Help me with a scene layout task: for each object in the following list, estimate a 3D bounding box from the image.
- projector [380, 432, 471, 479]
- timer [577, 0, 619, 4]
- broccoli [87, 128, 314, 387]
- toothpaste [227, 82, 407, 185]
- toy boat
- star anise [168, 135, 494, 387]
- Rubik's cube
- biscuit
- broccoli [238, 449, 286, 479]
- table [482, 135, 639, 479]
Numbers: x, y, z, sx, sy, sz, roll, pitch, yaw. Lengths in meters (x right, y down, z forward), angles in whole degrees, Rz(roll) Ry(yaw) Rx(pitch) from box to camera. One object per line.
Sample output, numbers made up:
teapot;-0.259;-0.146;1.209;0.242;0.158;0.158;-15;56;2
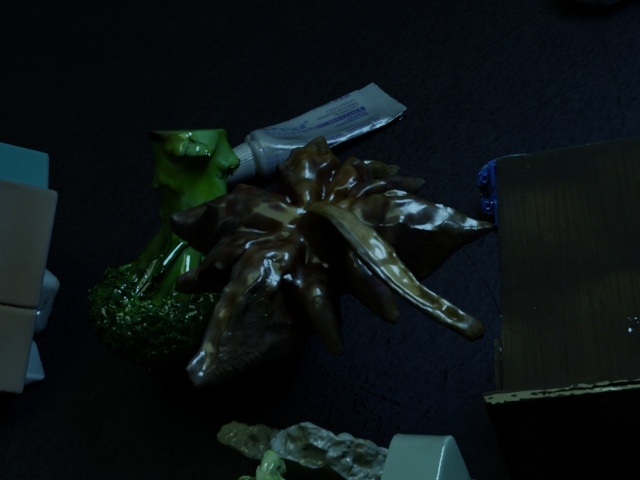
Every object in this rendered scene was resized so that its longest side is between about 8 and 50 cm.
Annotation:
projector;0.074;0.313;0.762;0.079;0.257;0.259;-2;44;24
timer;0.455;-0.445;1.444;0.315;0.291;0.291;-32;33;30
broccoli;-0.119;0.020;1.181;0.297;0.297;0.297;-2;11;0
toothpaste;-0.023;-0.146;1.484;0.282;0.068;0.099;-26;66;-11
toy boat;0.264;-0.051;1.200;0.175;0.091;0.110;-4;25;16
star anise;-0.001;0.002;0.944;0.292;0.109;0.349;-27;38;11
Rubik's cube;-0.522;0.033;1.333;0.368;0.358;0.387;-63;35;20
biscuit;0.022;0.207;0.970;0.265;0.188;0.040;7;71;26
broccoli;-0.089;0.307;0.844;0.248;0.245;0.288;15;66;-1
table;0.261;0.092;0.919;0.196;0.250;0.282;-10;42;18
